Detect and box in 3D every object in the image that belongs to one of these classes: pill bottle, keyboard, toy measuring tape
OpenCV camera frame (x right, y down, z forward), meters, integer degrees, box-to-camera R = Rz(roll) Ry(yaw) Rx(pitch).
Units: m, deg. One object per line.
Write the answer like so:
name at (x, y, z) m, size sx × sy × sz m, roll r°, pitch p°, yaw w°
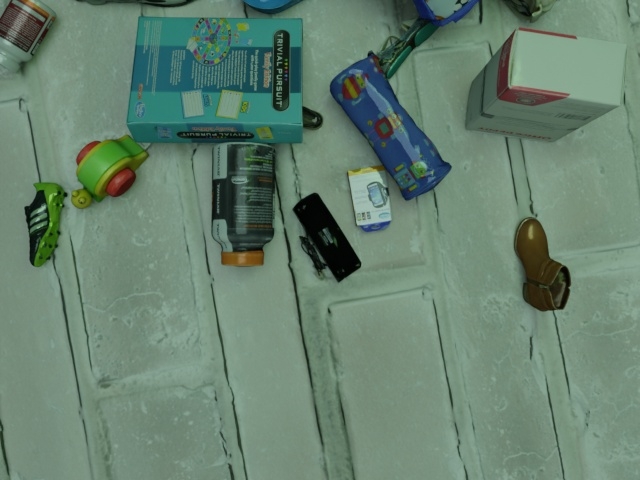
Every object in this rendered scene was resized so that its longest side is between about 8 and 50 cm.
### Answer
pill bottle at (-0.620, -0.427, 1.255) m, size 0.086 × 0.086 × 0.152 m, roll 30°, pitch 88°, yaw -1°
pill bottle at (-0.157, -0.070, 1.244) m, size 0.130 × 0.130 × 0.246 m, roll 1°, pitch 89°, yaw -2°
keyboard at (0.000, 0.000, 1.305) m, size 0.100 × 0.038 × 0.192 m, roll -32°, pitch 90°, yaw -25°
toy measuring tape at (-0.396, -0.193, 1.247) m, size 0.121 × 0.121 × 0.330 m, roll 42°, pitch 89°, yaw -1°

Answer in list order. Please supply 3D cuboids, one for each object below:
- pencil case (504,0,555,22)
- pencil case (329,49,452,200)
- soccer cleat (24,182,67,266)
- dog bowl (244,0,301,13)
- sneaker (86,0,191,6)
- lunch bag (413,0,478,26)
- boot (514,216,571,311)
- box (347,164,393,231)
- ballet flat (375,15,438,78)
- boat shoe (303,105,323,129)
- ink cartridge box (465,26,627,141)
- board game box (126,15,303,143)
pencil case at (0.538, -0.625, 1.250) m, size 0.410 × 0.160 × 0.183 m, roll -39°, pitch 69°, yaw -2°
pencil case at (0.143, -0.232, 1.254) m, size 0.119 × 0.133 × 0.306 m, roll -34°, pitch 91°, yaw 14°
soccer cleat at (-0.584, -0.034, 1.273) m, size 0.072 × 0.060 × 0.179 m, roll 9°, pitch 83°, yaw 8°
dog bowl at (-0.052, -0.587, 1.279) m, size 0.297 × 0.074 × 0.166 m, roll -29°, pitch 91°, yaw -2°
sneaker at (-0.371, -0.554, 1.236) m, size 0.330 × 0.146 × 0.123 m, roll -8°, pitch 89°, yaw -3°
lunch bag at (0.236, -0.646, 1.120) m, size 0.328 × 0.239 × 0.386 m, roll 37°, pitch 79°, yaw -42°
boot at (0.461, 0.047, 1.250) m, size 0.072 × 0.152 × 0.197 m, roll -6°, pitch 90°, yaw -1°
box at (0.107, -0.088, 1.304) m, size 0.081 × 0.028 × 0.136 m, roll -9°, pitch 92°, yaw -2°
ballet flat at (0.180, -0.428, 1.292) m, size 0.070 × 0.070 × 0.188 m, roll 44°, pitch 85°, yaw -1°
boat shoe at (-0.069, -0.270, 1.288) m, size 0.152 × 0.049 × 0.056 m, roll 8°, pitch 90°, yaw -1°
ink cartridge box at (0.421, -0.290, 1.187) m, size 0.207 × 0.283 × 0.117 m, roll 8°, pitch 86°, yaw -2°
board game box at (-0.203, -0.324, 1.232) m, size 0.335 × 0.079 × 0.254 m, roll 0°, pitch 70°, yaw -2°
